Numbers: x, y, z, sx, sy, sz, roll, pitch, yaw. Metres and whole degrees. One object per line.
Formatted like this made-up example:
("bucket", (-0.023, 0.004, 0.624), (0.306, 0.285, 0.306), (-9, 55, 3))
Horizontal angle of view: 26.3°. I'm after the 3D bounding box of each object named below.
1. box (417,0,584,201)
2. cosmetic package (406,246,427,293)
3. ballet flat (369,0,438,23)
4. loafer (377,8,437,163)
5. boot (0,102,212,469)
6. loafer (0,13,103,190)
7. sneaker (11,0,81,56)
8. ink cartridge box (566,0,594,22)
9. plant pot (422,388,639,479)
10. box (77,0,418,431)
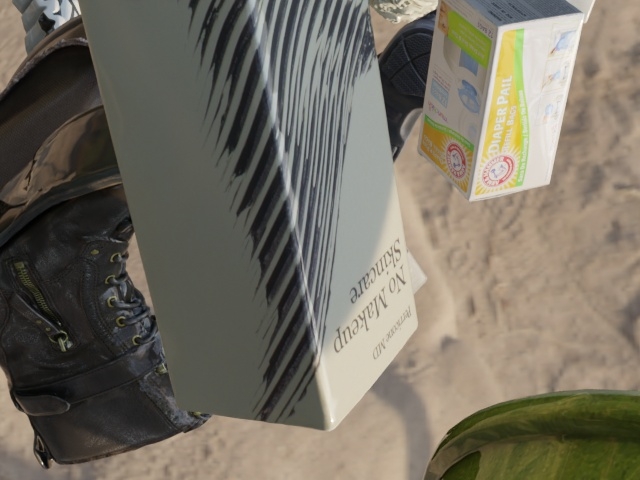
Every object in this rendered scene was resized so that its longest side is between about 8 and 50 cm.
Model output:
("box", (0.180, -0.158, 1.404), (0.103, 0.114, 0.203), (-12, 129, -24))
("cosmetic package", (0.000, 0.000, 1.352), (0.127, 0.107, 0.238), (-45, 146, -3))
("ballet flat", (0.180, -0.415, 1.741), (0.147, 0.409, 0.147), (17, 40, -15))
("loafer", (0.073, -0.162, 1.679), (0.109, 0.302, 0.095), (37, 36, -6))
("boot", (-0.134, 0.039, 0.922), (0.229, 0.263, 0.091), (55, 22, -30))
("loafer", (-0.243, -0.022, 1.079), (0.134, 0.366, 0.130), (38, 23, -9))
("sneaker", (-0.255, -0.222, 1.402), (0.106, 0.078, 0.234), (-13, 74, -41))
("ink cartridge box", (0.288, -0.362, 1.480), (0.078, 0.134, 0.231), (19, 106, -1))
("plant pot", (0.105, 0.292, 0.383), (0.366, 0.366, 0.353), (45, 63, -18))
("box", (-0.032, -0.056, 0.642), (0.113, 0.094, 0.275), (-46, 132, -49))
